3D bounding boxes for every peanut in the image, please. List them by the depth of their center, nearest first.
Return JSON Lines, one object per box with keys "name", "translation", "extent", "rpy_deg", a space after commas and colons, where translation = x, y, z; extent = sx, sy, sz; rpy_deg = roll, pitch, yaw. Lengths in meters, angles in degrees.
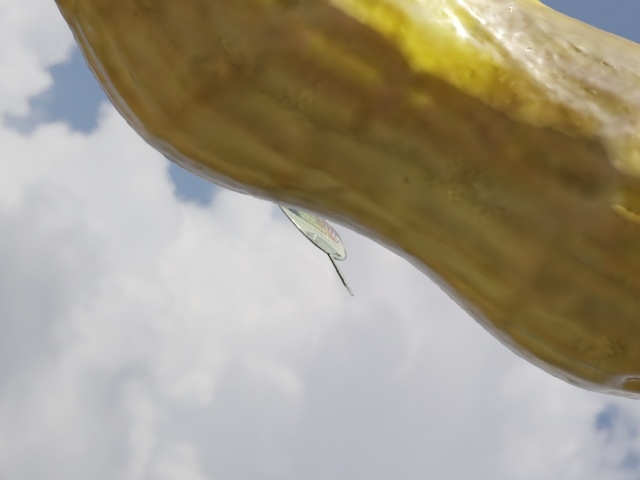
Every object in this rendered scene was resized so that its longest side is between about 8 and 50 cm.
{"name": "peanut", "translation": [0.023, -0.032, 0.398], "extent": [0.206, 0.087, 0.087], "rpy_deg": [32, -47, 1]}

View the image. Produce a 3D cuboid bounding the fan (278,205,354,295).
{"name": "fan", "translation": [-0.006, -0.007, 0.845], "extent": [0.003, 0.080, 0.060], "rpy_deg": [-43, -71, 13]}
